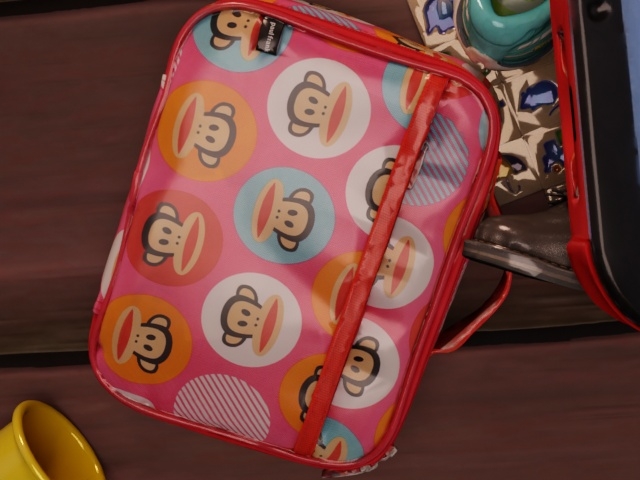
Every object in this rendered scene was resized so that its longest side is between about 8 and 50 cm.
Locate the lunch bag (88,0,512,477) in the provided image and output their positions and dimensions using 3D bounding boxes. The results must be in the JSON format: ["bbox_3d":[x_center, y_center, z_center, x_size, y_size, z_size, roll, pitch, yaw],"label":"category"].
[{"bbox_3d":[0.000,0.000,1.022,0.258,0.120,0.293,18,103,0],"label":"lunch bag"}]

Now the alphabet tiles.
[{"bbox_3d":[0.167,-0.104,1.045,0.237,0.009,0.198,-21,96,8],"label":"alphabet tiles"}]

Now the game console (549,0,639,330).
[{"bbox_3d":[0.296,-0.144,0.917,0.341,0.060,0.387,-6,93,-13],"label":"game console"}]

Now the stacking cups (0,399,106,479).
[{"bbox_3d":[-0.298,0.241,1.105,0.316,0.096,0.096,-38,94,14],"label":"stacking cups"}]

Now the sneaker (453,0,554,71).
[{"bbox_3d":[0.175,-0.229,0.968,0.107,0.110,0.275,28,93,7],"label":"sneaker"}]

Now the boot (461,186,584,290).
[{"bbox_3d":[0.206,-0.089,0.972,0.263,0.091,0.229,-5,100,-27],"label":"boot"}]
